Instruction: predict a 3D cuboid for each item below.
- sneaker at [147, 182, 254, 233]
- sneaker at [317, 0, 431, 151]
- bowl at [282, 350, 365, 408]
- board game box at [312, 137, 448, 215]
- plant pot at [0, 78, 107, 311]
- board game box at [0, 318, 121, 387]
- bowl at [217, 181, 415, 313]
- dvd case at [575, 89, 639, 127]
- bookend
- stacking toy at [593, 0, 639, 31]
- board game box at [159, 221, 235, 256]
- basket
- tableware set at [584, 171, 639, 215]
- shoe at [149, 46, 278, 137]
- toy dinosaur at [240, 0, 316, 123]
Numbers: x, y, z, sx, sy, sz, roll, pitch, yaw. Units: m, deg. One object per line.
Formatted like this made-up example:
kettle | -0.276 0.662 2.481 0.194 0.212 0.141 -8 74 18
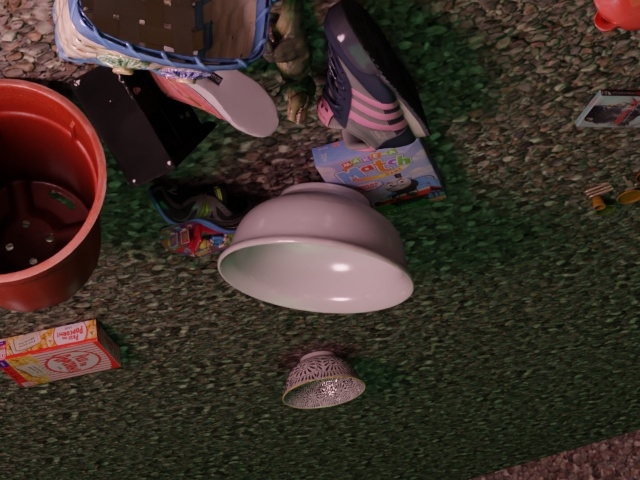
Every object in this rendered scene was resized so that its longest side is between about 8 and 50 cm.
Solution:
sneaker | -0.179 -0.061 2.045 0.188 0.067 0.078 12 134 -42
sneaker | 0.045 -0.196 1.783 0.131 0.112 0.319 -20 151 13
bowl | 0.001 0.272 2.753 0.170 0.080 0.170 -8 155 -4
board game box | 0.094 -0.101 2.077 0.160 0.039 0.211 -15 153 12
plant pot | -0.404 -0.036 1.808 0.273 0.272 0.265 -8 162 -4
board game box | -0.477 0.206 2.487 0.194 0.045 0.146 -13 154 5
bowl | 0.000 0.000 2.073 0.298 0.134 0.298 6 159 2
dvd case | 0.452 -0.196 2.041 0.120 0.013 0.087 -2 153 -19
bookend | -0.224 -0.173 1.756 0.072 0.156 0.157 -23 -165 25
stacking toy | 0.310 -0.377 1.336 0.130 0.308 0.279 -9 143 26
board game box | -0.172 0.001 2.195 0.169 0.033 0.133 -19 153 18
basket | -0.147 -0.280 1.438 0.255 0.201 0.289 5 160 -26
tableware set | 0.526 -0.080 2.290 0.154 0.024 0.104 -21 152 20
shoe | -0.136 -0.189 1.718 0.178 0.063 0.081 35 164 -18
toy dinosaur | -0.059 -0.243 1.719 0.118 0.064 0.268 -10 150 -8
